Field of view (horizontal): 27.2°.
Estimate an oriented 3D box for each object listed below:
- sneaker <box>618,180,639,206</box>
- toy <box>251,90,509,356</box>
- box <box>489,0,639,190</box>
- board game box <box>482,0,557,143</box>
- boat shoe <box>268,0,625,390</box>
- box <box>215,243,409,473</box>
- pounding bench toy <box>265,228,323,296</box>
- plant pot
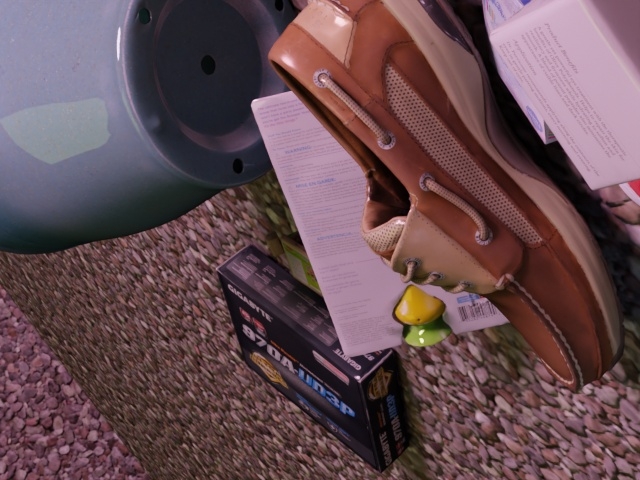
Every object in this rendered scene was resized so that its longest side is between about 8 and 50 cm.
[{"bbox_3d":[0.186,-0.064,0.742,0.118,0.042,0.067,53,161,-1],"label":"sneaker"},{"bbox_3d":[0.051,-0.027,0.991,0.056,0.137,0.237,-83,-23,-59],"label":"toy"},{"bbox_3d":[0.163,-0.097,0.656,0.101,0.102,0.087,54,159,-8],"label":"box"},{"bbox_3d":[0.118,-0.118,0.767,0.090,0.020,0.090,76,173,-45],"label":"board game box"},{"bbox_3d":[0.078,-0.028,0.868,0.324,0.120,0.122,55,170,-16],"label":"boat shoe"},{"bbox_3d":[-0.006,0.124,1.384,0.220,0.051,0.175,36,154,33],"label":"box"},{"bbox_3d":[0.000,0.000,1.160,0.083,0.065,0.052,32,152,38],"label":"pounding bench toy"},{"bbox_3d":[-0.158,-0.124,1.040,0.255,0.271,0.271,0,127,44],"label":"plant pot"}]
